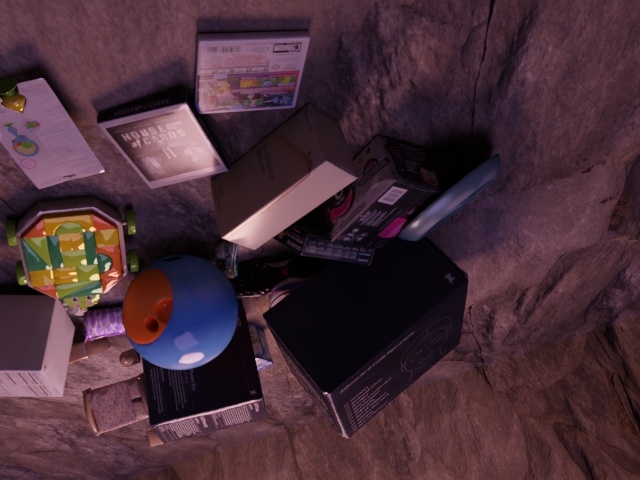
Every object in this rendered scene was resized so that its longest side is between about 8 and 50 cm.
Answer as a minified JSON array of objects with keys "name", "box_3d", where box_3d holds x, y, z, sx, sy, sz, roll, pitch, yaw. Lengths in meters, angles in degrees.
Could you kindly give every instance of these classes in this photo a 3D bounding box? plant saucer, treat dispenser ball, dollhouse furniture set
[{"name":"plant saucer","box_3d":[0.327,-0.095,1.689,0.317,0.044,0.317,-38,173,-5]},{"name":"treat dispenser ball","box_3d":[-0.351,0.179,1.719,0.288,0.288,0.288,-12,150,-7]},{"name":"dollhouse furniture set","box_3d":[-0.653,0.466,1.950,0.303,0.356,0.174,-18,178,6]}]

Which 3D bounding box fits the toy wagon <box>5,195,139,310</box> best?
[{"name":"toy wagon","box_3d":[-0.552,0.049,1.560,0.267,0.068,0.344,-6,132,-17]}]

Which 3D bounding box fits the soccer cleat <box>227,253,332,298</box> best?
[{"name":"soccer cleat","box_3d":[-0.122,0.108,1.906,0.318,0.109,0.116,-15,155,-8]}]

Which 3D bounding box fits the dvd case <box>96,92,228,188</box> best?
[{"name":"dvd case","box_3d":[-0.304,-0.191,1.356,0.179,0.030,0.239,-12,152,7]}]

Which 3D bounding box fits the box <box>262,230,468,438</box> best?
[{"name":"box","box_3d":[0.143,0.255,1.942,0.480,0.297,0.472,-37,154,-13]}]

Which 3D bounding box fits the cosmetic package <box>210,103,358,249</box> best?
[{"name":"cosmetic package","box_3d":[-0.085,-0.129,1.463,0.309,0.160,0.113,-35,145,28]}]

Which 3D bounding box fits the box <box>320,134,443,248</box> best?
[{"name":"box","box_3d":[0.136,-0.110,1.622,0.163,0.142,0.247,10,140,-36]}]

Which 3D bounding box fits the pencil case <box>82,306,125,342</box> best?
[{"name":"pencil case","box_3d":[-0.558,0.228,1.904,0.206,0.088,0.086,-7,143,-18]}]

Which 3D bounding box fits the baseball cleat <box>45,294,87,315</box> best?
[{"name":"baseball cleat","box_3d":[-0.648,0.138,1.724,0.109,0.072,0.206,-2,145,-12]}]

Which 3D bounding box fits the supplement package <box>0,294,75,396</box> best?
[{"name":"supplement package","box_3d":[-0.776,0.262,1.686,0.262,0.199,0.198,1,149,-4]}]

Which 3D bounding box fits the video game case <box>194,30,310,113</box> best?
[{"name":"video game case","box_3d":[-0.131,-0.310,1.269,0.201,0.023,0.183,-7,149,-17]}]

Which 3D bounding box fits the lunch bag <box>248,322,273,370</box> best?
[{"name":"lunch bag","box_3d":[-0.232,0.343,2.220,0.096,0.129,0.151,-31,146,15]}]

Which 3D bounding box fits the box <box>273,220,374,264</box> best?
[{"name":"box","box_3d":[0.000,0.000,1.718,0.220,0.175,0.051,9,102,-37]}]

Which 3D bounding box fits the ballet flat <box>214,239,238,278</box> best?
[{"name":"ballet flat","box_3d":[-0.245,0.042,1.774,0.070,0.070,0.188,-8,146,-14]}]

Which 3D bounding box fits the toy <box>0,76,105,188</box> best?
[{"name":"toy","box_3d":[-0.504,-0.200,1.235,0.136,0.056,0.237,-14,146,3]}]

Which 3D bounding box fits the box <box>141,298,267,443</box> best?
[{"name":"box","box_3d":[-0.343,0.370,1.992,0.312,0.343,0.179,-12,149,-6]}]

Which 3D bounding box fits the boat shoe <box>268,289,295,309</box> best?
[{"name":"boat shoe","box_3d":[-0.085,0.265,2.133,0.135,0.157,0.367,-11,151,-10]}]
